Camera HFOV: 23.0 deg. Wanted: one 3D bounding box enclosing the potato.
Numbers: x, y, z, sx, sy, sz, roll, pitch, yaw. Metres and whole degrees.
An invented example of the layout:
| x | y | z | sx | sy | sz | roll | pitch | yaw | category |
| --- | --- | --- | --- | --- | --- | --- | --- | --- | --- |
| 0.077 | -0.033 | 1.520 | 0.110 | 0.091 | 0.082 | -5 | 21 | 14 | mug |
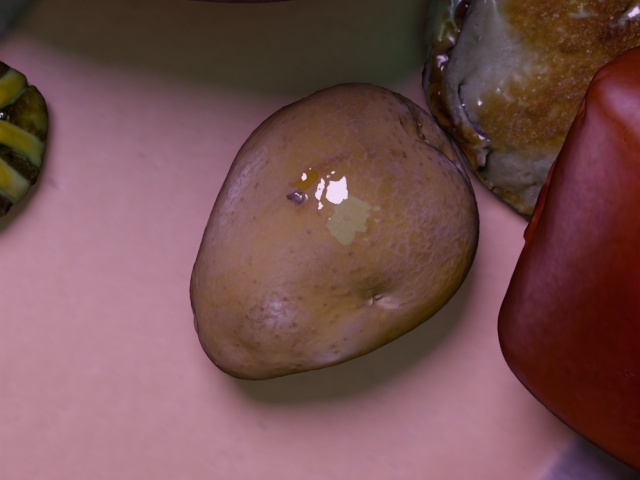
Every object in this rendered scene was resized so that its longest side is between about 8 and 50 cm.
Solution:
| x | y | z | sx | sy | sz | roll | pitch | yaw | category |
| --- | --- | --- | --- | --- | --- | --- | --- | --- | --- |
| 0.000 | 0.000 | 0.961 | 0.194 | 0.157 | 0.157 | -42 | 95 | 13 | potato |

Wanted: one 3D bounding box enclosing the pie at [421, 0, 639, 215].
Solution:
| x | y | z | sx | sy | sz | roll | pitch | yaw | category |
| --- | --- | --- | --- | --- | --- | --- | --- | --- | --- |
| 0.198 | -0.126 | 0.987 | 0.274 | 0.105 | 0.257 | 12 | 106 | -5 | pie |

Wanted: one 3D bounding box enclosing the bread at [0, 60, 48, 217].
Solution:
| x | y | z | sx | sy | sz | roll | pitch | yaw | category |
| --- | --- | --- | --- | --- | --- | --- | --- | --- | --- |
| -0.241 | -0.064 | 0.970 | 0.139 | 0.071 | 0.130 | 20 | 88 | -5 | bread |

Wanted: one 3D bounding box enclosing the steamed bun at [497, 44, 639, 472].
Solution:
| x | y | z | sx | sy | sz | roll | pitch | yaw | category |
| --- | --- | --- | --- | --- | --- | --- | --- | --- | --- |
| 0.308 | 0.039 | 0.887 | 0.379 | 0.248 | 0.235 | 9 | 119 | -12 | steamed bun |

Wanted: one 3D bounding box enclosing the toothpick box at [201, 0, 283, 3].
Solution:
| x | y | z | sx | sy | sz | roll | pitch | yaw | category |
| --- | --- | --- | --- | --- | --- | --- | --- | --- | --- |
| -0.116 | -0.332 | 0.799 | 0.425 | 0.409 | 0.409 | 17 | 92 | 0 | toothpick box |
